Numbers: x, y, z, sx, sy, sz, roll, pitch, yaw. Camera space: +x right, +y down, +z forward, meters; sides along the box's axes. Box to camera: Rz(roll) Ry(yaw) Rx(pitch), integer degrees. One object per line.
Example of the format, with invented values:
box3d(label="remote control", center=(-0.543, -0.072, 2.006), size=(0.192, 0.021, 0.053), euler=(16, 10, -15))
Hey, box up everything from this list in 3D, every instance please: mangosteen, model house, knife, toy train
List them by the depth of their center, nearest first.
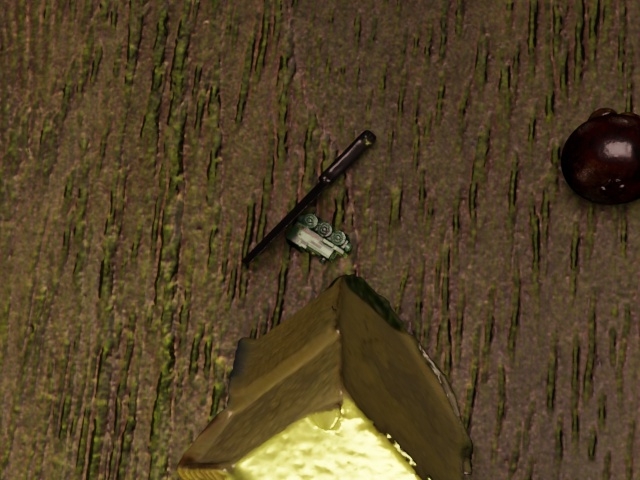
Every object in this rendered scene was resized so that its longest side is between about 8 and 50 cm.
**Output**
box3d(label="model house", center=(0.001, 0.237, 1.602), size=(0.266, 0.321, 0.261), euler=(-34, 110, 16))
box3d(label="mangosteen", center=(0.369, -0.113, 1.722), size=(0.140, 0.140, 0.140), euler=(-2, 74, 7))
box3d(label="toy train", center=(0.000, 0.000, 1.778), size=(0.083, 0.033, 0.053), euler=(33, 86, 15))
box3d(label="knife", center=(-0.012, -0.055, 1.779), size=(0.019, 0.072, 0.245), euler=(45, 83, -10))
